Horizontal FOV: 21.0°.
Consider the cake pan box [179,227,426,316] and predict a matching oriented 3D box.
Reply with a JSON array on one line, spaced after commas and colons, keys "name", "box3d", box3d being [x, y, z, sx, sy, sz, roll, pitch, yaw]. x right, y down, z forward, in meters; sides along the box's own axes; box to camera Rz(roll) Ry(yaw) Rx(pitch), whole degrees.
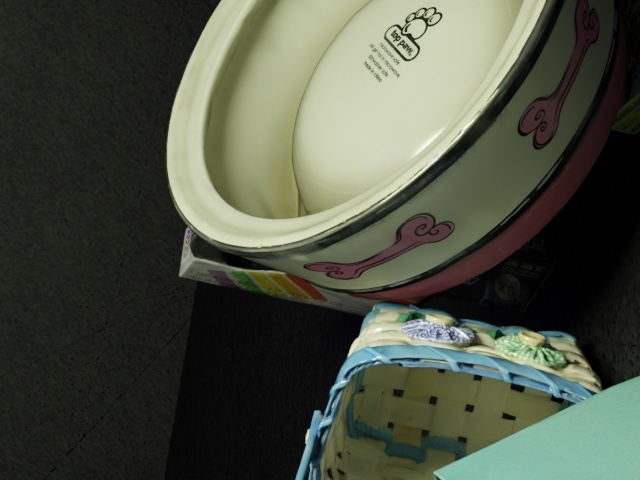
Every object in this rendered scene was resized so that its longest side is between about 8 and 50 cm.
[{"name": "cake pan box", "box3d": [0.000, 0.000, 1.791, 0.246, 0.267, 0.070, 135, 145, -62]}]

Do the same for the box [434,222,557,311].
[{"name": "box", "box3d": [0.110, -0.028, 1.559, 0.077, 0.180, 0.147, 117, 157, -44]}]

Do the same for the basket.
[{"name": "basket", "box3d": [0.102, 0.177, 1.311, 0.289, 0.255, 0.201, -84, 5, -56]}]

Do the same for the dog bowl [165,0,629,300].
[{"name": "dog bowl", "box3d": [0.070, -0.131, 1.399, 0.408, 0.150, 0.408, -29, 41, 29]}]

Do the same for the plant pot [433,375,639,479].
[{"name": "plant pot", "box3d": [0.217, 0.154, 0.906, 0.166, 0.234, 0.165, 64, 171, -11]}]

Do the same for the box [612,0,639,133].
[{"name": "box", "box3d": [0.265, -0.202, 1.378, 0.114, 0.036, 0.207, 134, 144, -65]}]
